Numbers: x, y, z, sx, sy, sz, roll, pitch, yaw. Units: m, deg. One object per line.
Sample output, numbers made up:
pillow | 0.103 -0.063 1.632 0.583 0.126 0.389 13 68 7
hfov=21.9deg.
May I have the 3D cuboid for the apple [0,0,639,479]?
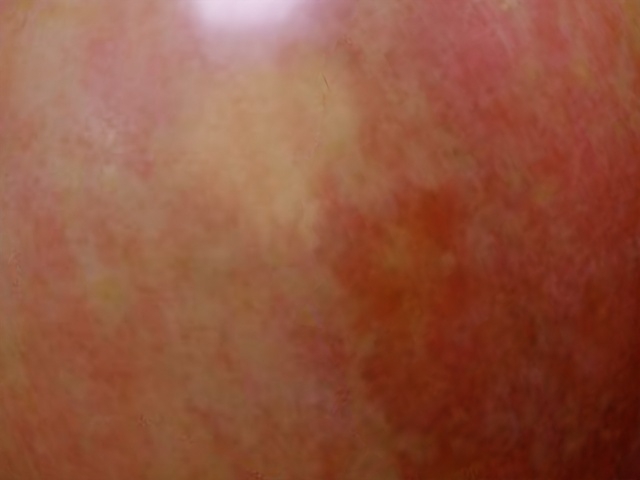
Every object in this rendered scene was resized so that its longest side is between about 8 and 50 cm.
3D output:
apple | 0.000 0.000 0.474 0.257 0.257 0.234 -26 89 0
